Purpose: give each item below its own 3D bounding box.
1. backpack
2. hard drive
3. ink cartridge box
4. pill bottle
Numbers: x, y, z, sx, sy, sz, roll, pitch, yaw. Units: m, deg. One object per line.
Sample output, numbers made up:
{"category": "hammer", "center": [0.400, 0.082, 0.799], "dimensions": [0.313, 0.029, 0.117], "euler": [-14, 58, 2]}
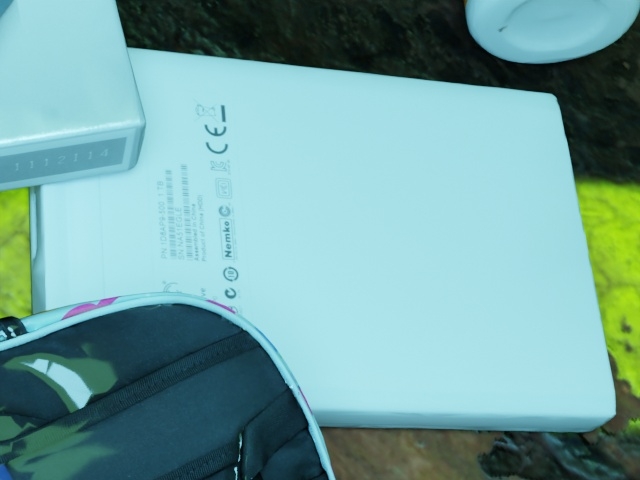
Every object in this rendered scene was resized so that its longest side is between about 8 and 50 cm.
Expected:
{"category": "backpack", "center": [-0.123, 0.143, 0.758], "dimensions": [0.253, 0.191, 0.225], "euler": [-22, 92, -23]}
{"category": "hard drive", "center": [0.000, 0.000, 0.981], "dimensions": [0.353, 0.047, 0.233], "euler": [4, 63, -20]}
{"category": "ink cartridge box", "center": [-0.272, -0.141, 0.898], "dimensions": [0.296, 0.066, 0.261], "euler": [-11, 68, -17]}
{"category": "pill bottle", "center": [0.152, -0.246, 1.127], "dimensions": [0.121, 0.121, 0.221], "euler": [6, 62, -20]}
